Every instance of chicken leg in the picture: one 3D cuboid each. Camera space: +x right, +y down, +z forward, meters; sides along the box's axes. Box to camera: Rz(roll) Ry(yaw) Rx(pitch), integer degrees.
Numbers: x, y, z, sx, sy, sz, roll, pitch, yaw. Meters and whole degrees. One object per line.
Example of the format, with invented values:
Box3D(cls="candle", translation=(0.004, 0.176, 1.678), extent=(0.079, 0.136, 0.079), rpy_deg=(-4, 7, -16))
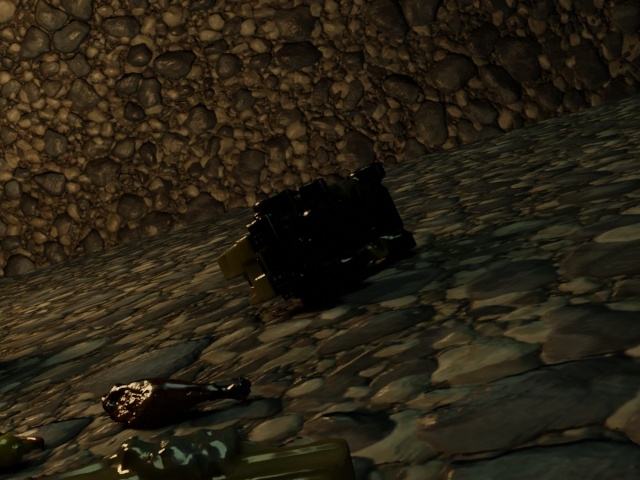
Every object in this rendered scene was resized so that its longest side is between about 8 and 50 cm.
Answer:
Box3D(cls="chicken leg", translation=(-0.121, 0.126, 0.652), extent=(0.145, 0.037, 0.062), rpy_deg=(-12, -5, 42))

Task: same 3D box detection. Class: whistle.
Box3D(cls="whistle", translation=(-0.275, 0.173, 0.665), extent=(0.109, 0.057, 0.046), rpy_deg=(-4, 57, 23))

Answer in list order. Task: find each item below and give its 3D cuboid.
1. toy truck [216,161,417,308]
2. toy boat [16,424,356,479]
Box3D(cls="toy truck", translation=(0.004, -0.002, 0.971), extent=(0.127, 0.127, 0.257), rpy_deg=(-29, -3, 41))
Box3D(cls="toy boat", translation=(-0.132, 0.144, 0.321), extent=(0.310, 0.089, 0.115), rpy_deg=(-18, 5, -4))
